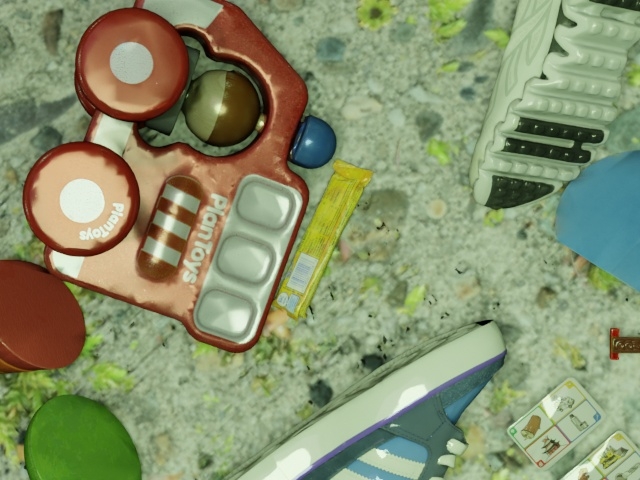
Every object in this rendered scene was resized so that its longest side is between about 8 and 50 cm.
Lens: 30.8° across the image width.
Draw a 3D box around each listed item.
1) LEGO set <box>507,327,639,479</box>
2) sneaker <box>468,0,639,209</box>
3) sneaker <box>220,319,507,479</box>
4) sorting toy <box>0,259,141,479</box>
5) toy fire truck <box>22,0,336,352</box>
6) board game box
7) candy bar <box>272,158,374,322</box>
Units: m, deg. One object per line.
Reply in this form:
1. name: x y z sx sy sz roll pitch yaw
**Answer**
1. LEGO set: 0.313 0.152 1.036 0.244 0.060 0.182 -42 91 4
2. sneaker: 0.210 -0.162 1.037 0.110 0.118 0.292 11 117 -29
3. sneaker: 0.075 0.245 1.021 0.323 0.130 0.236 -34 88 -1
4. sorting toy: -0.263 0.204 1.090 0.126 0.127 0.365 -33 72 28
5. toy fire truck: -0.126 -0.073 1.083 0.254 0.169 0.302 21 87 -13
6. board game box: 0.297 -0.006 1.044 0.169 0.033 0.133 35 68 26
7. candy bar: 0.000 0.000 1.108 0.040 0.018 0.161 24 88 15
